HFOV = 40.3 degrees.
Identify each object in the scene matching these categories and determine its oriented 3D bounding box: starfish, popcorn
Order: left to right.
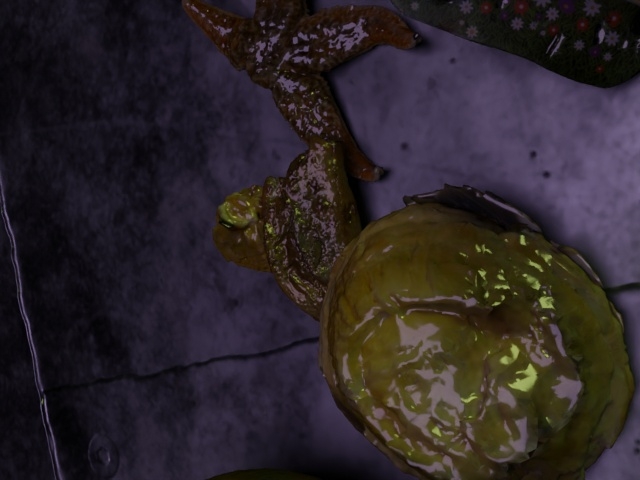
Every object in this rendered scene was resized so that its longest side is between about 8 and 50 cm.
[{"bbox_3d":[-0.060,-0.011,0.741,0.084,0.084,0.084,2,93,34],"label":"popcorn"},{"bbox_3d":[-0.008,-0.167,0.719,0.247,0.050,0.138,44,118,12],"label":"starfish"}]

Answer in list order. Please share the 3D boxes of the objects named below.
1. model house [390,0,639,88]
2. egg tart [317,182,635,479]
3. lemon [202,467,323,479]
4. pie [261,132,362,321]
[{"bbox_3d":[0.162,-0.241,0.486,0.207,0.154,0.293,20,107,-2],"label":"model house"},{"bbox_3d":[0.094,0.088,0.619,0.232,0.098,0.252,-18,89,25],"label":"egg tart"},{"bbox_3d":[-0.044,0.280,0.671,0.260,0.204,0.204,-3,91,32],"label":"lemon"},{"bbox_3d":[0.000,0.000,0.704,0.092,0.034,0.169,-14,94,6],"label":"pie"}]
